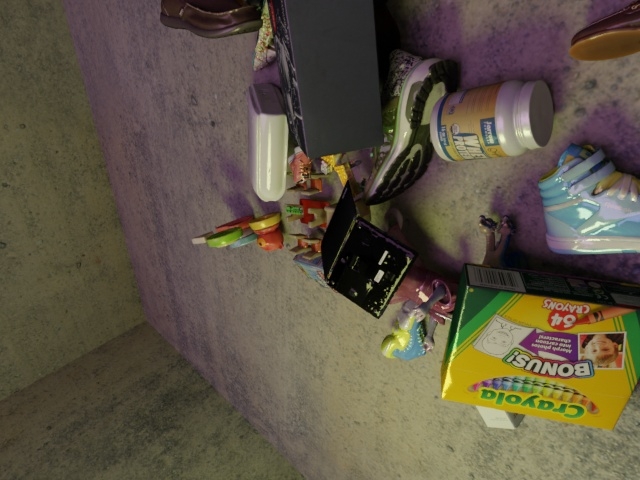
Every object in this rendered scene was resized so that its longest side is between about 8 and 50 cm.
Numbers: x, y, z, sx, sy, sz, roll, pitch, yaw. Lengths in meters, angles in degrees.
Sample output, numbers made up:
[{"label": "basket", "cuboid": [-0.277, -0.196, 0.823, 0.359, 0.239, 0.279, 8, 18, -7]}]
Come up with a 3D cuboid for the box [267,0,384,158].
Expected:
[{"label": "box", "cuboid": [0.003, -0.399, 0.998, 0.312, 0.179, 0.343, -118, 18, -64]}]

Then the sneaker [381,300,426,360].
[{"label": "sneaker", "cuboid": [0.287, 0.279, 1.334, 0.126, 0.091, 0.240, 23, 124, -5]}]

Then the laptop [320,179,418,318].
[{"label": "laptop", "cuboid": [0.109, 0.022, 1.122, 0.264, 0.136, 0.234, 33, 128, 14]}]

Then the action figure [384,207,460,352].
[{"label": "action figure", "cuboid": [0.286, 0.127, 1.184, 0.370, 0.275, 0.248, 23, 155, 13]}]

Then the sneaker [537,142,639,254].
[{"label": "sneaker", "cuboid": [0.538, -0.090, 0.767, 0.319, 0.127, 0.208, -10, 107, 49]}]

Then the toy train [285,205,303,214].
[{"label": "toy train", "cuboid": [-0.080, -0.093, 1.339, 0.083, 0.017, 0.023, 10, 97, 50]}]

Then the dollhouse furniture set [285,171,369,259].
[{"label": "dollhouse furniture set", "cuboid": [0.014, -0.079, 1.350, 0.259, 0.135, 0.262, 15, 111, 49]}]

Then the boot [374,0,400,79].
[{"label": "boot", "cuboid": [0.124, -0.494, 1.025, 0.106, 0.082, 0.219, 50, 163, 57]}]

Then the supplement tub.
[{"label": "supplement tub", "cuboid": [0.339, -0.237, 0.872, 0.200, 0.144, 0.144, 4, 116, 47]}]

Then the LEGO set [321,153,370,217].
[{"label": "LEGO set", "cuboid": [0.076, -0.207, 1.210, 0.287, 0.107, 0.132, 51, 155, 18]}]

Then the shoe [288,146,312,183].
[{"label": "shoe", "cuboid": [-0.043, -0.211, 1.207, 0.178, 0.063, 0.081, 164, 92, -71]}]

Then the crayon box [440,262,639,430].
[{"label": "crayon box", "cuboid": [0.463, 0.226, 0.923, 0.363, 0.106, 0.313, 7, 118, 10]}]

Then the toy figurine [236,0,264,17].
[{"label": "toy figurine", "cuboid": [-0.251, -0.709, 1.215, 0.209, 0.148, 0.213, 17, 125, 41]}]

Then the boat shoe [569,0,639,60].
[{"label": "boat shoe", "cuboid": [0.511, -0.344, 0.685, 0.207, 0.073, 0.073, 3, 78, 43]}]

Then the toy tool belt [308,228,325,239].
[{"label": "toy tool belt", "cuboid": [0.000, 0.000, 1.485, 0.083, 0.052, 0.051, 37, 164, 27]}]

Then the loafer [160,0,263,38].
[{"label": "loafer", "cuboid": [-0.303, -0.610, 1.126, 0.366, 0.134, 0.130, 24, 131, 29]}]

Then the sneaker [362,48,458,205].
[{"label": "sneaker", "cuboid": [0.179, -0.269, 1.061, 0.182, 0.158, 0.410, 52, 139, 33]}]

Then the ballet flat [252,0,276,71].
[{"label": "ballet flat", "cuboid": [-0.140, -0.577, 1.237, 0.077, 0.091, 0.241, 27, 141, 1]}]

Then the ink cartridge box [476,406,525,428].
[{"label": "ink cartridge box", "cuboid": [0.450, 0.352, 1.126, 0.087, 0.153, 0.208, -29, 90, 53]}]

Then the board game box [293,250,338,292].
[{"label": "board game box", "cuboid": [0.036, 0.113, 1.444, 0.194, 0.060, 0.194, 6, 143, 47]}]

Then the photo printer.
[{"label": "photo printer", "cuboid": [-0.166, -0.292, 1.347, 0.256, 0.107, 0.307, -111, 21, -50]}]

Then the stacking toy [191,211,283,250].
[{"label": "stacking toy", "cuboid": [-0.303, 0.005, 1.635, 0.309, 0.279, 0.130, -1, 111, 53]}]

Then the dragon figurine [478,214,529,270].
[{"label": "dragon figurine", "cuboid": [0.431, 0.073, 1.020, 0.085, 0.144, 0.289, 1, 133, 46]}]
